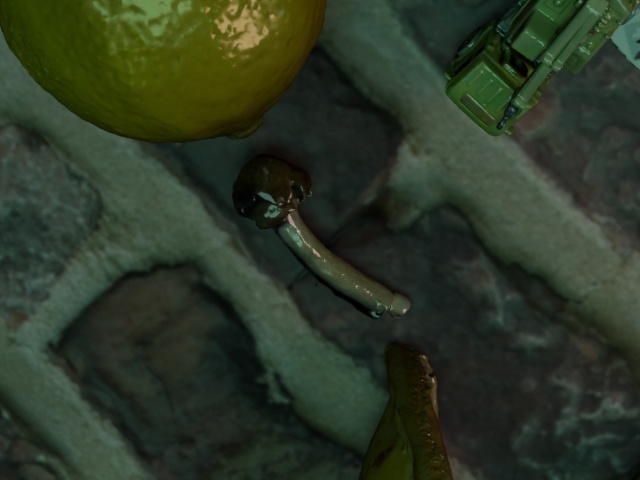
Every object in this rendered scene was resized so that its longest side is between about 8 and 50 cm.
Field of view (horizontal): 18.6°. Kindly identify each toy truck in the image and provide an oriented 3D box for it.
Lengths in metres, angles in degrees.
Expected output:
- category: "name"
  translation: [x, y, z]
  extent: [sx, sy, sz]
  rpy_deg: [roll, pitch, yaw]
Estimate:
- category: "toy truck"
  translation: [0.167, -0.148, 1.467]
  extent: [0.077, 0.100, 0.169]
  rpy_deg: [43, 123, -9]

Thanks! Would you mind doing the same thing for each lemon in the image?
- category: "lemon"
  translation: [-0.128, -0.213, 1.416]
  extent: [0.245, 0.245, 0.320]
  rpy_deg: [-26, 103, 16]

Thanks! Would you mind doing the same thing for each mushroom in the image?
- category: "mushroom"
  translation: [0.000, 0.000, 1.592]
  extent: [0.060, 0.061, 0.187]
  rpy_deg: [-34, 115, 23]

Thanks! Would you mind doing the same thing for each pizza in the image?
- category: "pizza"
  translation: [0.070, 0.211, 1.587]
  extent: [0.081, 0.204, 0.188]
  rpy_deg: [-7, 117, -2]

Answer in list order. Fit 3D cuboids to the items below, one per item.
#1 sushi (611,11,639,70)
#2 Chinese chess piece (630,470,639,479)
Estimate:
- category: "sushi"
  translation: [0.301, -0.255, 1.446]
  extent: [0.294, 0.059, 0.292]
  rpy_deg: [44, 110, -11]
- category: "Chinese chess piece"
  translation: [0.348, 0.294, 1.624]
  extent: [0.257, 0.104, 0.257]
  rpy_deg: [2, 107, 6]
